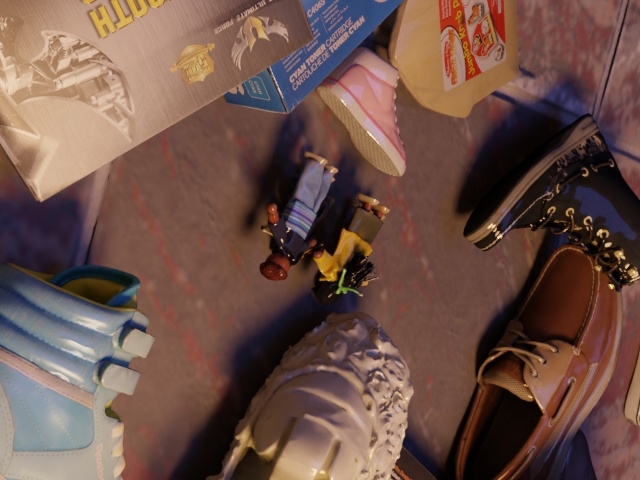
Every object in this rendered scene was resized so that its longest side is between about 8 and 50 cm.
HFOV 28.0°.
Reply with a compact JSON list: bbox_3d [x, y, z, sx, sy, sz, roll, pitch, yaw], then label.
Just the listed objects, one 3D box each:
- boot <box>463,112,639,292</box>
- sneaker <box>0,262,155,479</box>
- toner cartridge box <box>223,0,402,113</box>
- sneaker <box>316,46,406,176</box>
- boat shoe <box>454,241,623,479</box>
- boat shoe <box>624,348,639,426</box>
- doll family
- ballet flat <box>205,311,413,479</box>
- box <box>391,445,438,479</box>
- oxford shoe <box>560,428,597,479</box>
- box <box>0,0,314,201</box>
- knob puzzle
[{"bbox_3d":[0.271,-0.014,1.357,0.178,0.085,0.236,52,52,-2],"label":"boot"},{"bbox_3d":[-0.166,0.142,0.933,0.208,0.127,0.319,-54,138,-20],"label":"sneaker"},{"bbox_3d":[0.027,-0.274,1.054,0.348,0.075,0.165,-48,132,-28],"label":"toner cartridge box"},{"bbox_3d":[0.054,-0.119,1.157,0.070,0.051,0.134,-53,132,-16],"label":"sneaker"},{"bbox_3d":[0.238,0.153,1.417,0.116,0.123,0.324,24,83,-48],"label":"boat shoe"},{"bbox_3d":[0.472,0.150,1.723,0.078,0.070,0.219,4,99,-50],"label":"boat shoe"},{"bbox_3d":[0.000,0.000,1.125,0.193,0.076,0.111,34,81,-44],"label":"doll family"},{"bbox_3d":[-0.038,0.233,1.079,0.409,0.147,0.147,-59,138,-17],"label":"ballet flat"},{"bbox_3d":[0.016,0.342,1.256,0.293,0.073,0.295,-60,138,-17],"label":"box"},{"bbox_3d":[0.336,0.367,1.589,0.130,0.133,0.363,-40,130,-33],"label":"oxford shoe"},{"bbox_3d":[-0.137,-0.160,0.857,0.231,0.056,0.183,-32,127,-12],"label":"box"},{"bbox_3d":[0.121,-0.208,1.222,0.213,0.030,0.213,-21,118,-45],"label":"knob puzzle"}]
